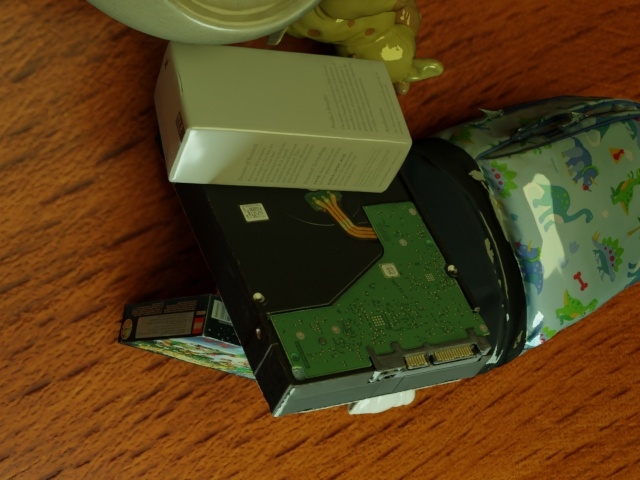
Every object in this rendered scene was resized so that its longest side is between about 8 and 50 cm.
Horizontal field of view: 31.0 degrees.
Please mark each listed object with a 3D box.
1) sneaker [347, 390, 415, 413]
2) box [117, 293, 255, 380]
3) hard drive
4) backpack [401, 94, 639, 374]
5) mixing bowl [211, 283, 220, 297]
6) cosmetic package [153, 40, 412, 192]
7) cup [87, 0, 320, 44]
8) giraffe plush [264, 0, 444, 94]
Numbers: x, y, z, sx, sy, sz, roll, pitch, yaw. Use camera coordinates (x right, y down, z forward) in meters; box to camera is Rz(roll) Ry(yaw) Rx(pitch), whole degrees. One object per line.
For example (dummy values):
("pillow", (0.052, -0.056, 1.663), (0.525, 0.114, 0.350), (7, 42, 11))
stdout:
("sneaker", (0.054, 0.113, 1.352), (0.094, 0.080, 0.212), (-16, 113, -18))
("box", (-0.070, 0.111, 1.206), (0.233, 0.159, 0.044), (21, 70, -36))
("hard drive", (0.000, 0.000, 1.140), (0.237, 0.339, 0.064), (-8, 145, -31))
("backpack", (0.275, -0.036, 1.371), (0.355, 0.273, 0.290), (-26, 103, -44))
("mixing bowl", (-0.031, 0.046, 1.229), (0.181, 0.181, 0.098), (20, 70, -36))
("cosmetic package", (-0.038, -0.118, 1.122), (0.231, 0.117, 0.085), (2, 142, -22))
("cup", (-0.088, -0.298, 0.968), (0.331, 0.237, 0.331), (-9, 124, -14))
("giraffe plush", (0.050, -0.233, 1.204), (0.210, 0.181, 0.170), (-50, 134, -5))
